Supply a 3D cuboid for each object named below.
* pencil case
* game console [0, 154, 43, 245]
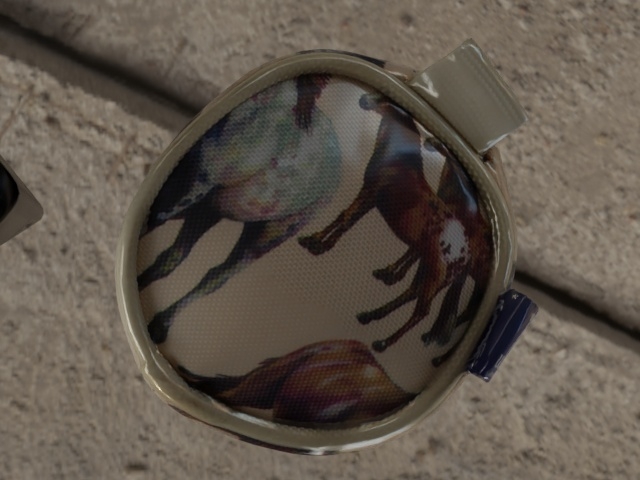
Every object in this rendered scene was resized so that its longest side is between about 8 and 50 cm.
[{"bbox_3d":[0.000,0.000,0.591,0.184,0.410,0.160,-30,92,-1],"label":"pencil case"},{"bbox_3d":[-0.235,-0.143,0.396,0.044,0.213,0.361,-39,98,-10],"label":"game console"}]
